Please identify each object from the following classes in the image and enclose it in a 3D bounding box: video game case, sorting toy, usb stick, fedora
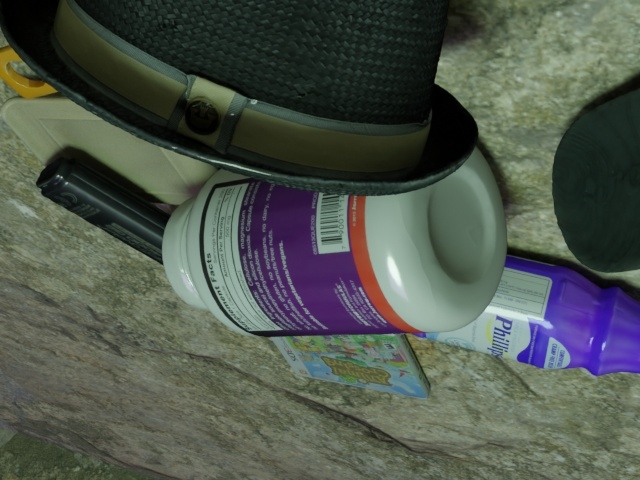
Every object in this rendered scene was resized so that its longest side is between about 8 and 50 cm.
[{"bbox_3d":[0.031,0.152,1.314,0.212,0.023,0.193,7,149,26],"label":"video game case"},{"bbox_3d":[-0.211,-0.103,1.015,0.196,0.047,0.348,1,149,22],"label":"sorting toy"},{"bbox_3d":[-0.188,-0.008,1.077,0.278,0.045,0.077,33,153,-31],"label":"usb stick"},{"bbox_3d":[-0.035,-0.167,0.626,0.334,0.334,0.153,21,118,1],"label":"fedora"}]

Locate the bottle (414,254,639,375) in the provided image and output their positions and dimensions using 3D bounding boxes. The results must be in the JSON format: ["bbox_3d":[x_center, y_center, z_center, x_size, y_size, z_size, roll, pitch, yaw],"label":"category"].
[{"bbox_3d":[0.221,0.076,0.974,0.282,0.092,0.118,14,150,15],"label":"bottle"}]

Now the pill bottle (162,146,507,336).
[{"bbox_3d":[0.000,0.000,0.902,0.323,0.182,0.181,-6,141,42],"label":"pill bottle"}]

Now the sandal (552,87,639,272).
[{"bbox_3d":[0.279,-0.071,0.578,0.107,0.168,0.446,-4,164,-27],"label":"sandal"}]
